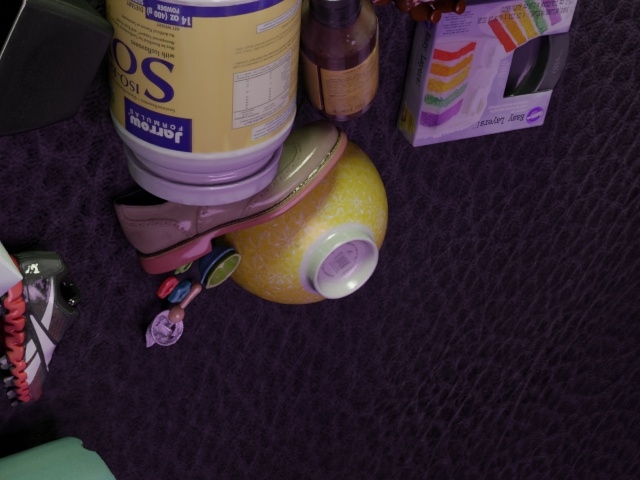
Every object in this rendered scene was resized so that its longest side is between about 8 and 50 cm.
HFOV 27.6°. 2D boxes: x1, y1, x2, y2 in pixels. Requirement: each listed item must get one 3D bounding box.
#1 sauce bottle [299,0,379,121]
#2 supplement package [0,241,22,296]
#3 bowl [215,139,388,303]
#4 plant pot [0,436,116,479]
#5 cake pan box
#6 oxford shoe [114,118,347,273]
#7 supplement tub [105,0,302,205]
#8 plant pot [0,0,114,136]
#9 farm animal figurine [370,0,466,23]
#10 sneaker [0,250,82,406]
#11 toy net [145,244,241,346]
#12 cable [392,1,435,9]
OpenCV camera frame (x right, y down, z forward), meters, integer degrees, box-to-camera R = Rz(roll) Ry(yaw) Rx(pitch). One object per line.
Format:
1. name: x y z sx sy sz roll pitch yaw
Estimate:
1. sauce bottle: 0.025 -0.267 1.724 0.111 0.111 0.344 -35 166 -9
2. supplement package: -0.543 0.023 1.552 0.262 0.199 0.198 -40 139 -3
3. bowl: 0.000 0.000 2.003 0.289 0.156 0.289 -22 137 -22
4. plant pot: -0.473 0.468 1.931 0.334 0.341 0.341 -21 136 -35
5. cake pan box: 0.260 -0.278 2.022 0.266 0.070 0.246 -10 133 -26
6. oxford shoe: -0.126 -0.088 1.836 0.348 0.123 0.130 -32 118 -5
7. supplement tub: -0.144 -0.234 1.612 0.241 0.241 0.331 -18 134 -26
8. plant pot: -0.356 -0.233 1.504 0.167 0.188 0.187 2 124 -52
9. farm animal figurine: 0.110 -0.466 1.684 0.327 0.172 0.330 -46 137 -15
10. sneaker: -0.399 0.122 1.834 0.135 0.097 0.276 -16 132 -25
11. toy net: -0.210 0.097 1.959 0.122 0.045 0.232 -27 155 -54
12. cable: 0.240 -0.408 1.868 0.287 0.139 0.072 -34 103 -18
